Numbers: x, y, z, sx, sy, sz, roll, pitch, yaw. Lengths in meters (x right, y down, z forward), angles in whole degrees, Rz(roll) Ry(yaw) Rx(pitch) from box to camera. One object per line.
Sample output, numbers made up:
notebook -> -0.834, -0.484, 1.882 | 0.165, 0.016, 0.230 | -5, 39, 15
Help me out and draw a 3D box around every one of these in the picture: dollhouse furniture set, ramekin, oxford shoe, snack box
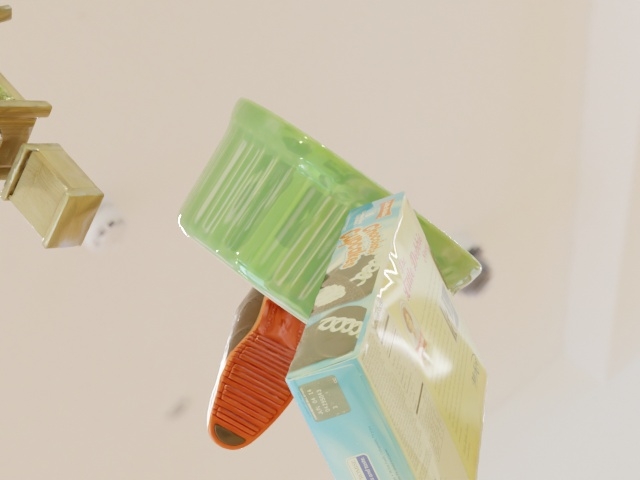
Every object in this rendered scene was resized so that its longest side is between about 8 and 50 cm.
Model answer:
dollhouse furniture set -> -0.204, -0.111, 0.897 | 0.101, 0.182, 0.161 | -5, -49, -48
ramekin -> 0.000, 0.000, 1.516 | 0.148, 0.303, 0.303 | -55, -29, 0
oxford shoe -> -0.072, 0.134, 1.824 | 0.097, 0.098, 0.271 | 35, -113, -20
snack box -> 0.062, 0.103, 1.145 | 0.060, 0.187, 0.322 | -21, 17, 17
